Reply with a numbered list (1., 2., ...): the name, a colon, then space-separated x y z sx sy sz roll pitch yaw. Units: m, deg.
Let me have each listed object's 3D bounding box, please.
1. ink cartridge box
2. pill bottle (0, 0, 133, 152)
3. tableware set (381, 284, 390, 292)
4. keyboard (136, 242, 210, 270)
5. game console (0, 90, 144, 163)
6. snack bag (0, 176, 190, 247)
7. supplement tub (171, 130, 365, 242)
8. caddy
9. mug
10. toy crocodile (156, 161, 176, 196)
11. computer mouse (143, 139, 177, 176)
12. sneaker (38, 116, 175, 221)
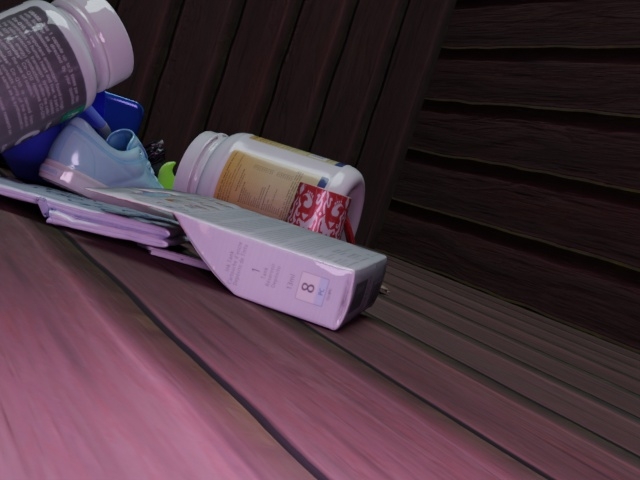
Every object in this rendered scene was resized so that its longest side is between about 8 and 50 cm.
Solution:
1. ink cartridge box: -0.112 0.014 1.306 0.385 0.091 0.308 17 6 11
2. pill bottle: -0.505 -0.274 1.505 0.361 0.204 0.204 -35 37 -31
3. tableware set: 0.059 0.079 1.946 0.168 0.020 0.141 17 4 -43
4. keyboard: -0.148 0.041 1.368 0.256 0.014 0.072 17 3 -25
5. game console: -0.566 -0.238 2.039 0.293 0.173 0.250 18 -13 -12
6. snack bag: -0.377 -0.047 1.406 0.342 0.037 0.323 15 2 -3
7. supplement tub: -0.098 -0.072 1.714 0.316 0.228 0.228 19 3 15
8. caddy: -0.504 -0.229 1.800 0.179 0.241 0.341 11 -16 -4
9. mug: -0.009 -0.003 1.534 0.113 0.169 0.150 19 3 29
10. toy crocodile: -0.191 -0.063 1.903 0.340 0.105 0.115 19 -20 0
11. computer mouse: -0.388 -0.140 1.989 0.072 0.188 0.272 55 3 13
12. sneaker: -0.351 -0.121 1.691 0.135 0.150 0.366 23 -3 29
